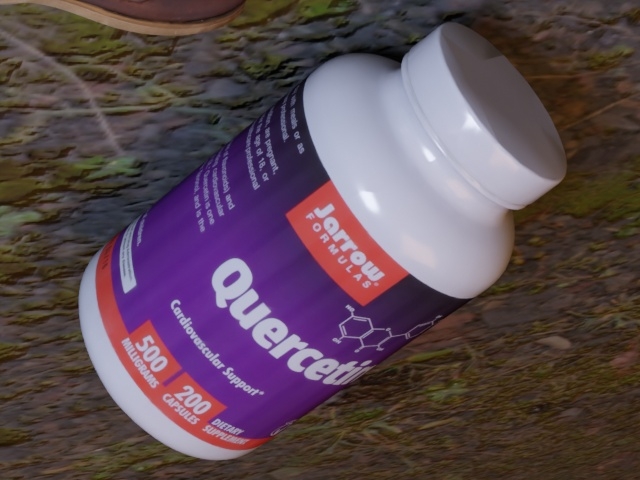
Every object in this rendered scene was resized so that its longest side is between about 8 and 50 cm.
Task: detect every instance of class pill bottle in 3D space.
[{"bbox_3d":[0.000,0.000,1.033,0.323,0.181,0.181,-38,148,27],"label":"pill bottle"}]

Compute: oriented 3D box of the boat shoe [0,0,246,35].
[{"bbox_3d":[-0.116,-0.156,0.799,0.207,0.073,0.073,0,147,-34],"label":"boat shoe"}]
